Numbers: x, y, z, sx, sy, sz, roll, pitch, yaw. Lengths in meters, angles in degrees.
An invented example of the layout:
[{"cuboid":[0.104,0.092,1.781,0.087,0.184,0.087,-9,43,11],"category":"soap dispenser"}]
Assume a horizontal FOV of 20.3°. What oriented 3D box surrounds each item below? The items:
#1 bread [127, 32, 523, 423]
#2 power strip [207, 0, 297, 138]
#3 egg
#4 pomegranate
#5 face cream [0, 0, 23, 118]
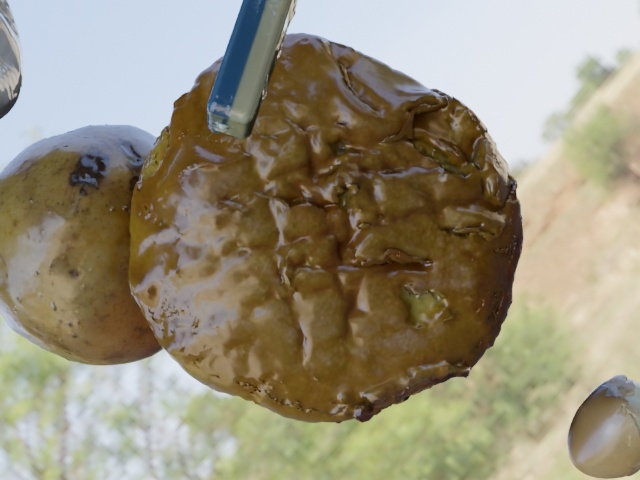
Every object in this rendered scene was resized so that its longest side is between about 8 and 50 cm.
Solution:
[{"cuboid":[0.000,0.000,1.790,0.398,0.398,0.215,-48,6,-10],"category":"bread"},{"cuboid":[-0.042,-0.126,1.157,0.056,0.032,0.123,102,-174,-78],"category":"power strip"},{"cuboid":[0.228,0.147,1.377,0.083,0.071,0.071,-52,-7,15],"category":"egg"},{"cuboid":[-0.255,0.006,2.010,0.281,0.281,0.281,-49,-7,-8],"category":"pomegranate"},{"cuboid":[-0.299,-0.155,1.227,0.111,0.206,0.206,-30,0,18],"category":"face cream"}]
